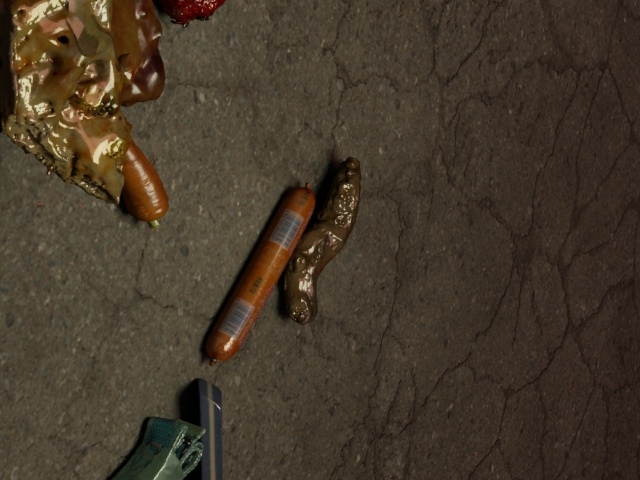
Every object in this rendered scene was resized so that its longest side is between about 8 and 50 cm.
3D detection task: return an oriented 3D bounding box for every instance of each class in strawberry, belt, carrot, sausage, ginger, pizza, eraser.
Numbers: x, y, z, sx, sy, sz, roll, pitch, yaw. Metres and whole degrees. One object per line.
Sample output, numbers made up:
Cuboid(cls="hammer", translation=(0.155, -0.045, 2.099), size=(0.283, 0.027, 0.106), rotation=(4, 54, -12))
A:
Cuboid(cls="strawberry", translation=(-0.182, -0.354, 2.029), size=(0.106, 0.106, 0.106), rotation=(-17, 111, -51))
Cuboid(cls="belt", translation=(-0.274, 0.364, 2.089), size=(0.302, 0.072, 0.087), rotation=(-49, 135, -36))
Cuboid(cls="carrot", translation=(-0.272, -0.123, 2.002), size=(0.061, 0.061, 0.256), rotation=(-49, 128, -36))
Cuboid(cls="sausage", translation=(-0.090, 0.050, 2.285), size=(0.348, 0.053, 0.053), rotation=(-62, 140, -24))
Cuboid(cls="ginger", translation=(0.001, -0.002, 2.387), size=(0.122, 0.084, 0.290), rotation=(109, 4, -74))
Cuboid(cls="pizza", translation=(-0.284, -0.171, 1.680), size=(0.189, 0.071, 0.297), rotation=(-26, 120, -46))
Cuboid(cls="eraser", translation=(-0.167, 0.325, 2.224), size=(0.082, 0.036, 0.225), rotation=(-110, -161, -76))

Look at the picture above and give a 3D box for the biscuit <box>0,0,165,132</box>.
Cuboid(cls="biscuit", translation=(-0.353, -0.335, 1.741), size=(0.343, 0.166, 0.395), rotation=(-22, 117, -51))
